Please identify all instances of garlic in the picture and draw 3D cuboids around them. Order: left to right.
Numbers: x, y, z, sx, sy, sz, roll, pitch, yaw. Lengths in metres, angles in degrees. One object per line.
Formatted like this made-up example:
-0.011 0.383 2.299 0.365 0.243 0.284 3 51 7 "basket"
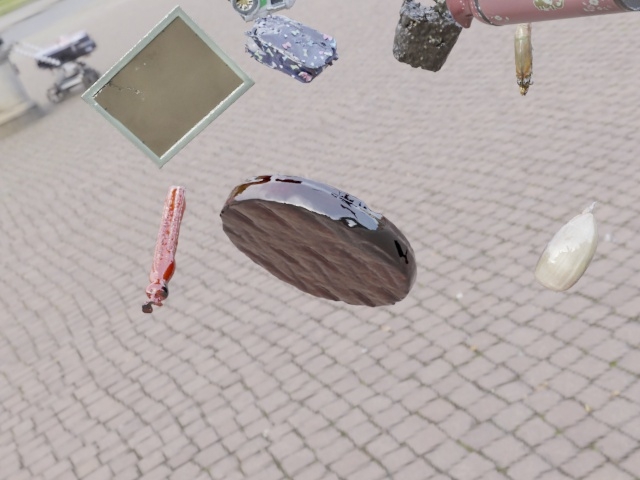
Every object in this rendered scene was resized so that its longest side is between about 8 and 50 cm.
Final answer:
0.490 0.010 1.772 0.090 0.198 0.128 26 9 10 "garlic"

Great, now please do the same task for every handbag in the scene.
-0.081 -0.536 2.510 0.260 0.113 0.162 27 57 17 "handbag"

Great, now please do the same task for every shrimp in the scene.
0.467 -0.424 2.062 0.042 0.190 0.101 1 0 25 "shrimp"

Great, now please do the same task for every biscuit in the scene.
0.000 0.000 1.794 0.407 0.407 0.091 -1 55 42 "biscuit"

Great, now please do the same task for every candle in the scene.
-0.320 0.009 1.893 0.051 0.048 0.329 14 49 -12 "candle"

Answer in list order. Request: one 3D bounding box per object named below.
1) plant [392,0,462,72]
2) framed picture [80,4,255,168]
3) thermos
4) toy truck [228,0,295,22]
0.233 -0.467 1.924 0.131 0.203 0.142 18 22 -11 "plant"
-0.319 -0.318 1.903 0.293 0.231 0.018 -38 26 16 "framed picture"
0.295 -0.372 1.279 0.330 0.136 0.109 9 68 52 "thermos"
-0.148 -0.669 1.960 0.175 0.367 0.146 -12 29 -7 "toy truck"
